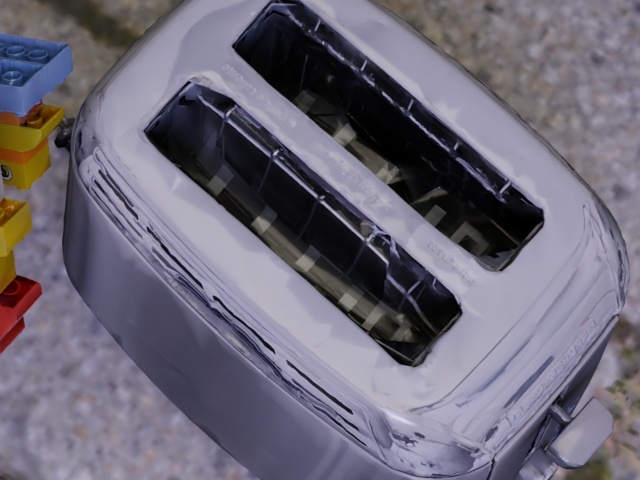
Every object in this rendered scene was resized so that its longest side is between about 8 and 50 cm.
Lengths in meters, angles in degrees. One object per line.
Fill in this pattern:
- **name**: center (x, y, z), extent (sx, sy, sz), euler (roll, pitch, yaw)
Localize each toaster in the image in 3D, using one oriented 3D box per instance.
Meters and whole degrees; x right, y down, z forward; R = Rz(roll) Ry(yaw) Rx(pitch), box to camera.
- **toaster**: center (0.000, 0.000, 0.617), extent (0.227, 0.146, 0.129), euler (43, 72, 8)

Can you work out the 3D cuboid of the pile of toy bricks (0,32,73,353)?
- **pile of toy bricks**: center (-0.171, -0.017, 0.605), extent (0.212, 0.105, 0.118), euler (11, 35, 19)
